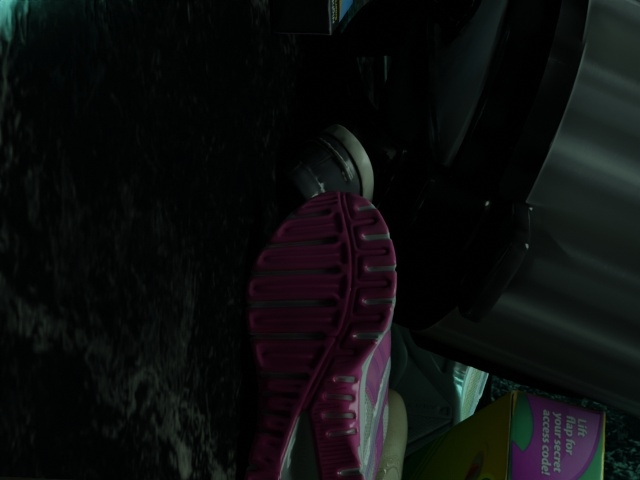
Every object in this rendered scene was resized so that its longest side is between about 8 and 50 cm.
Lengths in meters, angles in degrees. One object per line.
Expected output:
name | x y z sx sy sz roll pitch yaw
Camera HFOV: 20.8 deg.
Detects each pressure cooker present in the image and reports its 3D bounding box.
pressure cooker | 0.201 -0.070 1.482 0.370 0.420 0.375 162 -52 -74

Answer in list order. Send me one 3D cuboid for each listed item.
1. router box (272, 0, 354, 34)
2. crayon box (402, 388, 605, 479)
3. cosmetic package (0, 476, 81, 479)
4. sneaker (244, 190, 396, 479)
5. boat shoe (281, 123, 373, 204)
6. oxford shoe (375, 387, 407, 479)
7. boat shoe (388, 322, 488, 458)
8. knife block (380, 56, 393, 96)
router box | -0.005 -0.250 1.262 0.133 0.046 0.178 -64 154 -67
crayon box | 0.126 0.351 1.520 0.313 0.106 0.362 133 -33 -59
cosmetic package | -0.112 0.149 0.657 0.041 0.060 0.115 73 19 -60
sneaker | -0.002 0.092 1.204 0.111 0.103 0.252 48 50 -81
boat shoe | 0.000 0.000 1.343 0.065 0.075 0.206 -33 145 -24
oxford shoe | 0.059 0.302 1.388 0.140 0.147 0.396 57 35 -69
boat shoe | 0.122 0.141 1.860 0.103 0.118 0.320 88 13 -54
knife block | 0.110 -0.258 1.802 0.242 0.088 0.275 75 18 -60
